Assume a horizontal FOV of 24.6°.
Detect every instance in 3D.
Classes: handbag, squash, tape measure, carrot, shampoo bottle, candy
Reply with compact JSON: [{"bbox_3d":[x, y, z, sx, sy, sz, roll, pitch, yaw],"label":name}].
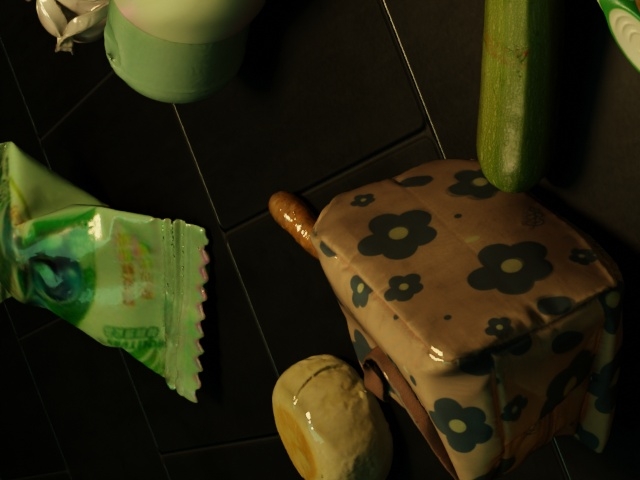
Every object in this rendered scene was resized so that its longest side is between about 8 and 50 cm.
[{"bbox_3d":[0.121,0.073,1.175,0.251,0.190,0.193,47,152,50],"label":"handbag"},{"bbox_3d":[0.149,-0.130,1.091,0.066,0.066,0.229,44,150,39],"label":"squash"},{"bbox_3d":[-0.240,-0.322,1.564,0.236,0.120,0.197,-89,18,-52],"label":"tape measure"},{"bbox_3d":[0.000,0.001,1.498,0.165,0.035,0.036,45,144,35],"label":"carrot"},{"bbox_3d":[-0.124,-0.277,1.403,0.349,0.151,0.222,108,143,-51],"label":"shampoo bottle"},{"bbox_3d":[-0.292,0.039,1.919,0.398,0.172,0.263,25,135,37],"label":"candy"}]

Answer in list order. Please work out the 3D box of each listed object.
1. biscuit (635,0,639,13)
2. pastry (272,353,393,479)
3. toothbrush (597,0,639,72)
[{"bbox_3d":[0.292,-0.190,0.718,0.350,0.070,0.394,21,136,39],"label":"biscuit"},{"bbox_3d":[0.009,0.201,1.555,0.156,0.092,0.156,52,153,40],"label":"pastry"},{"bbox_3d":[0.225,-0.126,0.998,0.418,0.040,0.042,65,151,8],"label":"toothbrush"}]
